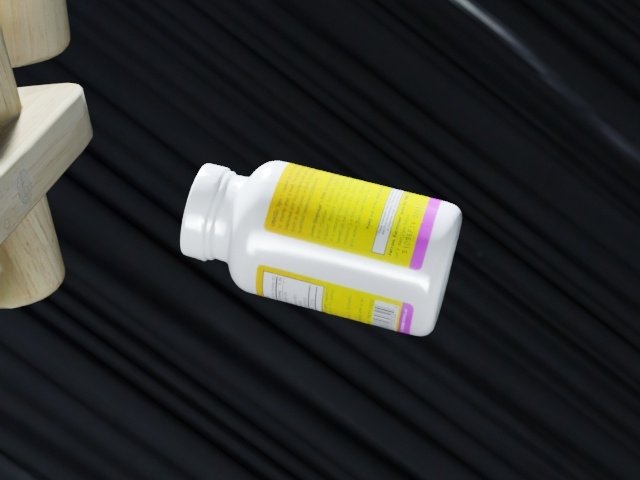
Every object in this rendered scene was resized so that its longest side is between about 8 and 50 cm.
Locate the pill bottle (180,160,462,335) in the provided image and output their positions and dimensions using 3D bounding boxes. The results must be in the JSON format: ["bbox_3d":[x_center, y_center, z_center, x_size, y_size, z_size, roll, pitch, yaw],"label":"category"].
[{"bbox_3d":[0.000,0.000,0.448,0.043,0.083,0.043,15,-90,-83],"label":"pill bottle"}]

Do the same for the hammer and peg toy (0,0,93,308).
[{"bbox_3d":[-0.226,-0.011,0.515,0.265,0.127,0.361,-4,24,12],"label":"hammer and peg toy"}]
